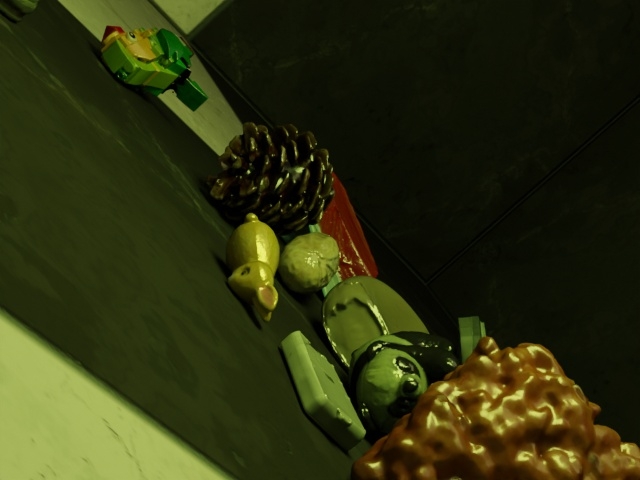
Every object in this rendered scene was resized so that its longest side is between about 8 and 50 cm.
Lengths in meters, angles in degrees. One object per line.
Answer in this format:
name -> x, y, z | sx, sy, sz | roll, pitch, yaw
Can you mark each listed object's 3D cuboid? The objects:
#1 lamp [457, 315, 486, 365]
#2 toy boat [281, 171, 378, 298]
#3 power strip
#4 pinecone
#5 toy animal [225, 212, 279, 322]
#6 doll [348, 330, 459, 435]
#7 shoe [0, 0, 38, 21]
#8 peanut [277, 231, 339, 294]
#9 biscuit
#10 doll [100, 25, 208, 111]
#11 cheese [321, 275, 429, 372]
lamp -> 0.214, 0.252, 1.754 | 0.266, 0.047, 0.269 | -26, 114, -82
toy boat -> 0.000, 0.000, 2.228 | 0.145, 0.133, 0.332 | 50, 14, -43
power strip -> 0.000, 0.173, 1.476 | 0.081, 0.035, 0.192 | 45, 6, -24
pinecone -> -0.081, -0.092, 1.951 | 0.204, 0.184, 0.179 | 4, 49, -37
toy animal -> -0.082, 0.041, 1.575 | 0.159, 0.070, 0.083 | -100, -170, -55
doll -> 0.103, 0.193, 1.660 | 0.135, 0.144, 0.234 | 17, 7, -1
shoe -> -0.427, -0.410, 1.575 | 0.293, 0.149, 0.109 | 44, 8, -48
peanut -> -0.016, 0.032, 1.979 | 0.090, 0.099, 0.214 | 23, 3, 1
biscuit -> 0.220, 0.273, 1.351 | 0.312, 0.318, 0.110 | 49, -30, 4
doll -> -0.283, -0.294, 2.087 | 0.186, 0.106, 0.134 | 12, 48, -53
cheese -> 0.089, 0.136, 1.891 | 0.202, 0.091, 0.175 | 17, 41, -56
